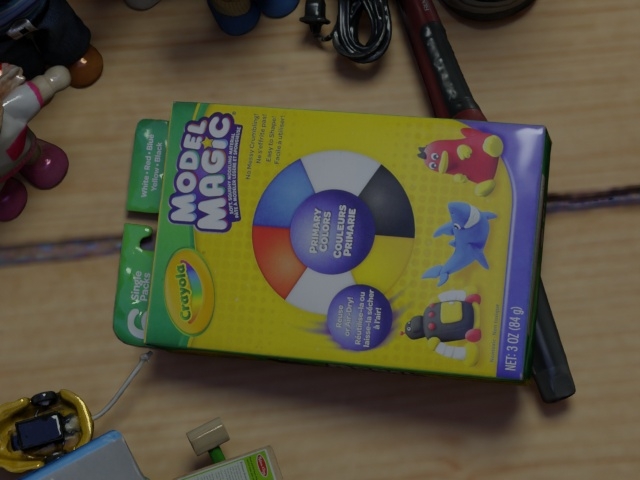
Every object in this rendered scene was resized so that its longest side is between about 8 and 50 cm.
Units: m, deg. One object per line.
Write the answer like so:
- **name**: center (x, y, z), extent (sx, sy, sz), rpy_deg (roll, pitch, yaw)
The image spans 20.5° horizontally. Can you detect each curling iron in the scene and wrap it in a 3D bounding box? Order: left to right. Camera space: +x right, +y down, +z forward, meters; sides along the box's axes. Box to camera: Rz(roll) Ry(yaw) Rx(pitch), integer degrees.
- **curling iron**: center (0.067, -0.040, 0.931), extent (0.068, 0.035, 0.274), rpy_deg (-28, 79, 8)

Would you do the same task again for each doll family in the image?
- **doll family**: center (-0.128, -0.128, 0.889), extent (0.263, 0.163, 0.118), rpy_deg (-39, 79, -7)

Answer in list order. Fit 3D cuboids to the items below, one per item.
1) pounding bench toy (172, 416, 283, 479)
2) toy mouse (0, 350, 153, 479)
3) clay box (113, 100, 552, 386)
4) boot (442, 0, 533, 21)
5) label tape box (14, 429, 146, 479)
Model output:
- **pounding bench toy**: center (-0.039, 0.136, 0.881), extent (0.052, 0.065, 0.083), rpy_deg (-20, 46, -3)
- **toy mouse**: center (-0.136, 0.151, 0.891), extent (0.161, 0.031, 0.143), rpy_deg (-20, 77, -3)
- **clay box**: center (0.000, 0.000, 0.895), extent (0.222, 0.053, 0.127), rpy_deg (4, 83, 11)
- **boot**: center (0.055, -0.244, 0.904), extent (0.085, 0.178, 0.236), rpy_deg (-24, 78, -4)
- **label tape box**: center (-0.120, 0.292, 0.745), extent (0.249, 0.115, 0.348), rpy_deg (-26, 83, -35)
